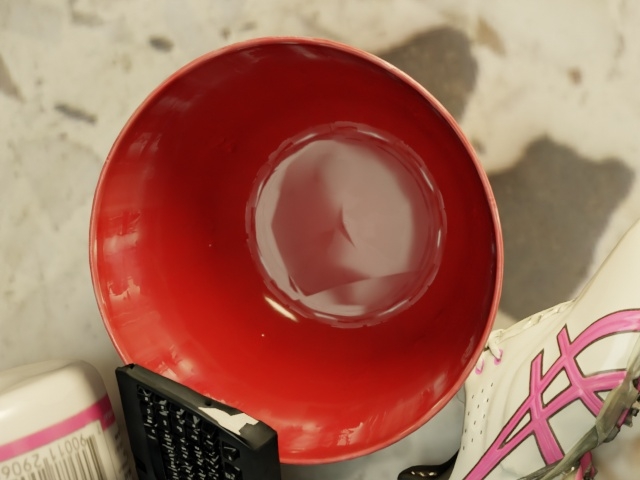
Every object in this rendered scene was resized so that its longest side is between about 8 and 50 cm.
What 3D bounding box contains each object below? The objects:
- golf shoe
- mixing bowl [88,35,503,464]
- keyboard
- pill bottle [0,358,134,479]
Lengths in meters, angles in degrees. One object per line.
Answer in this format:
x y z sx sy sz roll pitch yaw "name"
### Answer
0.101 0.061 0.725 0.086 0.067 0.186 31 105 11 "golf shoe"
0.000 0.000 0.728 0.181 0.098 0.181 2 98 16 "mixing bowl"
-0.045 0.126 0.727 0.100 0.192 0.038 21 62 14 "keyboard"
-0.142 0.211 0.768 0.160 0.160 0.283 -14 94 17 "pill bottle"
